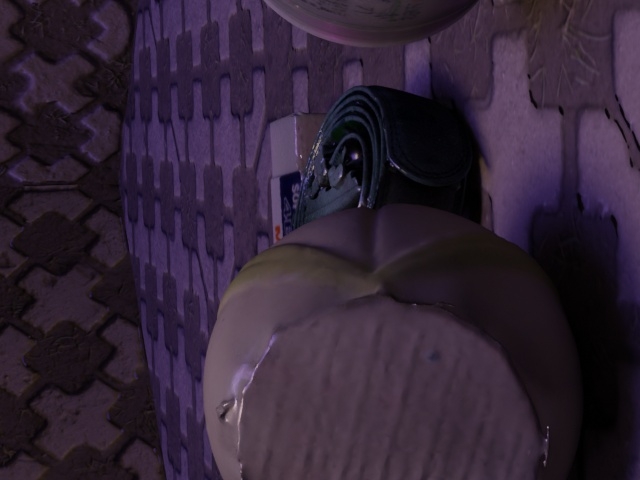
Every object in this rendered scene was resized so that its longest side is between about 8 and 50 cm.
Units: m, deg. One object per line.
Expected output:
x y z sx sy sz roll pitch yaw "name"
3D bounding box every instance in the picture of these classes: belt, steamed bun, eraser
0.060 -0.042 1.434 0.267 0.116 0.206 175 106 -71 "belt"
0.058 0.107 1.190 0.309 0.309 0.309 178 90 -75 "steamed bun"
0.000 0.000 1.729 0.130 0.086 0.287 173 95 -73 "eraser"

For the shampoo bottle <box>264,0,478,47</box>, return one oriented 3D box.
0.049 -0.302 1.152 0.266 0.273 0.273 103 160 -71 "shampoo bottle"
